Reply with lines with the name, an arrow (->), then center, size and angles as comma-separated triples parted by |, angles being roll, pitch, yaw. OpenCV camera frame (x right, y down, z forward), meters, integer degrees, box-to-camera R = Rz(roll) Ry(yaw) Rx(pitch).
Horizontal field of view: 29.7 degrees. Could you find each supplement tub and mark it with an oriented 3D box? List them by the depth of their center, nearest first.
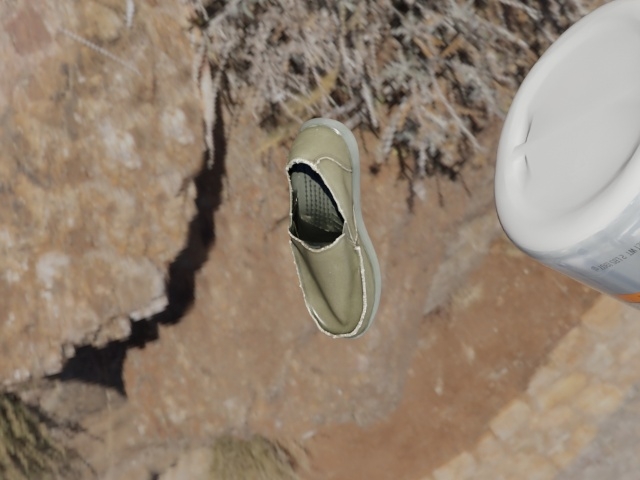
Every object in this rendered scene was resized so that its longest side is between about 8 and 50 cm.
supplement tub -> 0.295, -0.022, 0.846 | 0.316, 0.193, 0.193 | 23, 110, -25

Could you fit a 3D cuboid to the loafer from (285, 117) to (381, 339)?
loafer -> 0.000, 0.000, 1.271 | 0.094, 0.087, 0.251 | 2, 115, 28
